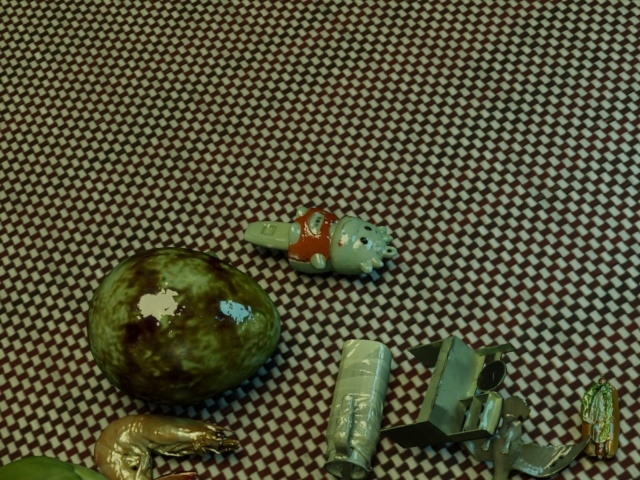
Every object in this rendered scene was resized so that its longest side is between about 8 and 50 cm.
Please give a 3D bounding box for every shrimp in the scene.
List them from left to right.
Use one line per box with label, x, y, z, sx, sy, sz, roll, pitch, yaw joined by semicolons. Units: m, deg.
shrimp;-0.230;0.320;1.927;0.236;0.053;0.133;-1;53;15

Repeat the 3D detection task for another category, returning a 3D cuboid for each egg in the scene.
egg;-0.205;0.130;1.945;0.290;0.238;0.238;6;55;-2

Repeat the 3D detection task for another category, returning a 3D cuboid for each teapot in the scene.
teapot;0.052;0.241;1.889;0.077;0.107;0.200;3;56;13

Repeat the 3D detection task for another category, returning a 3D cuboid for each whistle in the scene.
whistle;0.001;0.000;2.079;0.253;0.105;0.102;8;17;18

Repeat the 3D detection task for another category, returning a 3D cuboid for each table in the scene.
table;0.183;0.214;1.853;0.175;0.062;0.146;-20;39;46

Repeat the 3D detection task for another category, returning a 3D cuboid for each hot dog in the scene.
hot dog;0.398;0.251;1.846;0.056;0.041;0.133;2;56;13

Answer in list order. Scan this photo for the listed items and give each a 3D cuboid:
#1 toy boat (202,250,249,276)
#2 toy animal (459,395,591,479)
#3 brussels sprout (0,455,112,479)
toy boat;-0.210;0.063;2.095;0.185;0.071;0.089;-15;11;1
toy animal;0.247;0.299;1.811;0.219;0.095;0.155;14;61;27
brussels sprout;-0.373;0.434;1.759;0.317;0.242;0.273;21;68;23
